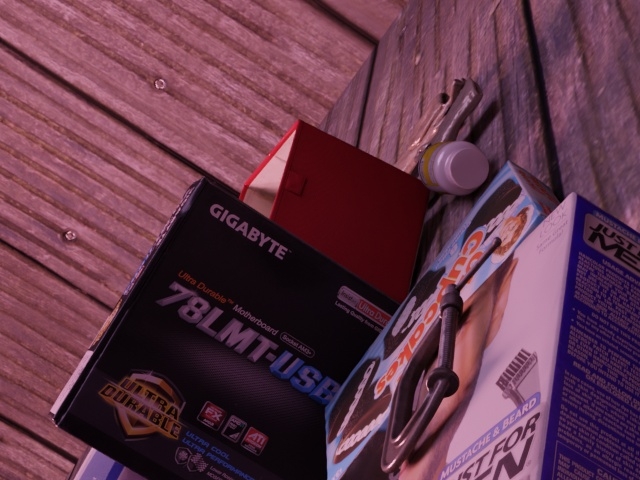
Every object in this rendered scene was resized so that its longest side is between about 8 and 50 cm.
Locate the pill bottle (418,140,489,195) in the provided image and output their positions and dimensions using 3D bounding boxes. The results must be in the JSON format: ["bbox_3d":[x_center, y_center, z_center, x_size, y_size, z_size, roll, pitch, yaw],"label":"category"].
[{"bbox_3d":[0.160,-0.086,1.496,0.065,0.065,0.116,-58,11,-2],"label":"pill bottle"}]

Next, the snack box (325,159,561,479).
[{"bbox_3d":[0.116,0.088,1.184,0.322,0.060,0.187,-55,11,14],"label":"snack box"}]

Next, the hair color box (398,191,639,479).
[{"bbox_3d":[0.133,0.145,0.803,0.185,0.110,0.339,-51,10,38],"label":"hair color box"}]

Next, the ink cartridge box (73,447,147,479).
[{"bbox_3d":[-0.152,0.291,1.462,0.071,0.330,0.324,10,60,31],"label":"ink cartridge box"}]

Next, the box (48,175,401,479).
[{"bbox_3d":[-0.082,0.134,1.318,0.293,0.295,0.073,-58,14,-10],"label":"box"}]

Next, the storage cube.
[{"bbox_3d":[0.000,0.000,1.565,0.183,0.193,0.215,-45,24,53],"label":"storage cube"}]

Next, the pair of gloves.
[{"bbox_3d":[0.156,-0.129,1.719,0.204,0.042,0.240,-59,8,9],"label":"pair of gloves"}]

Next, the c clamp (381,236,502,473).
[{"bbox_3d":[0.078,0.084,0.885,0.137,0.022,0.161,-57,7,32],"label":"c clamp"}]
